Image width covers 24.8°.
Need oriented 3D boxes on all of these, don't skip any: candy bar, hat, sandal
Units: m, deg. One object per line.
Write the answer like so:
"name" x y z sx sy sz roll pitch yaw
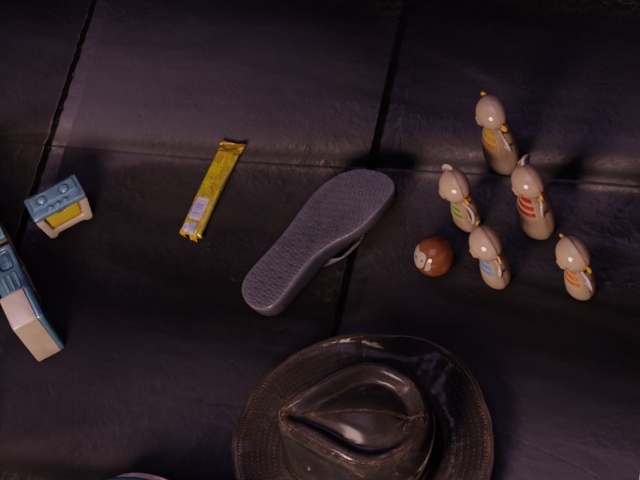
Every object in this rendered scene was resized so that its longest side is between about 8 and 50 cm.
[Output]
"candy bar" -0.153 -0.072 2.046 0.040 0.018 0.161 14 70 25
"hat" 0.039 0.231 1.748 0.331 0.134 0.331 -6 64 12
"sandal" -0.001 0.000 1.957 0.254 0.054 0.097 -42 54 4

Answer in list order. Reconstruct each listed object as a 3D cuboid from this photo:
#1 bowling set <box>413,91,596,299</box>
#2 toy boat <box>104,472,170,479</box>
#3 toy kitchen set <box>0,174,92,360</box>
"bowling set" 0.210 -0.020 1.841 0.200 0.154 0.287 -30 60 0
"toy boat" -0.240 0.434 1.720 0.267 0.148 0.318 3 75 51
"toy kitchen set" -0.370 0.025 1.998 0.166 0.122 0.207 -28 66 -6
